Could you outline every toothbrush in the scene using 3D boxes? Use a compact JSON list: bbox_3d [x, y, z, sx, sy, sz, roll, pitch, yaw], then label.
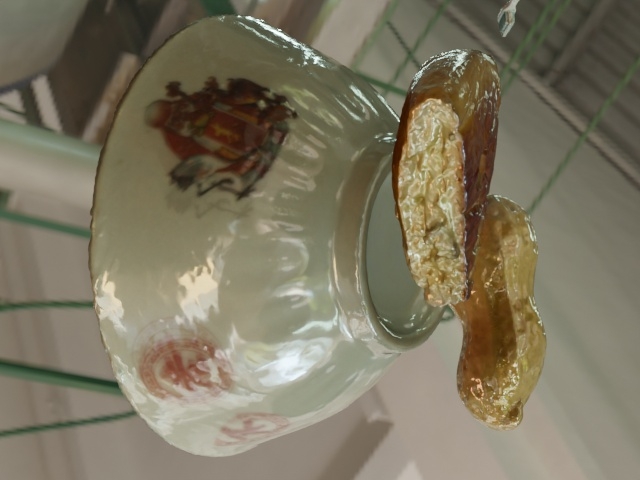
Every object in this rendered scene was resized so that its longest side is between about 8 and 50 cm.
[{"bbox_3d":[0.162,-0.199,0.917,0.204,0.017,0.022,121,-34,-75],"label":"toothbrush"}]

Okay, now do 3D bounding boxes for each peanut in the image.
[{"bbox_3d":[0.196,0.080,1.377,0.117,0.101,0.263,-16,-100,61],"label":"peanut"}]

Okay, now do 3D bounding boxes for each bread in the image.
[{"bbox_3d":[0.066,-0.051,0.675,0.054,0.136,0.154,4,-105,12],"label":"bread"}]

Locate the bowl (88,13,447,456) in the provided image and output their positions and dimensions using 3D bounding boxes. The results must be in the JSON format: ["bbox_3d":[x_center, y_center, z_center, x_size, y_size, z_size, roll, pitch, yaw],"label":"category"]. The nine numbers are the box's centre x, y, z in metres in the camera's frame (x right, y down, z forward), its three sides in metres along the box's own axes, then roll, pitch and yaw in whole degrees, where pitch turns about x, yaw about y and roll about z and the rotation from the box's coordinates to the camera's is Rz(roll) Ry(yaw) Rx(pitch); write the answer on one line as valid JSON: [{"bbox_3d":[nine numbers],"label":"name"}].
[{"bbox_3d":[0.000,0.000,0.900,0.157,0.337,0.337,3,-101,32],"label":"bowl"}]
